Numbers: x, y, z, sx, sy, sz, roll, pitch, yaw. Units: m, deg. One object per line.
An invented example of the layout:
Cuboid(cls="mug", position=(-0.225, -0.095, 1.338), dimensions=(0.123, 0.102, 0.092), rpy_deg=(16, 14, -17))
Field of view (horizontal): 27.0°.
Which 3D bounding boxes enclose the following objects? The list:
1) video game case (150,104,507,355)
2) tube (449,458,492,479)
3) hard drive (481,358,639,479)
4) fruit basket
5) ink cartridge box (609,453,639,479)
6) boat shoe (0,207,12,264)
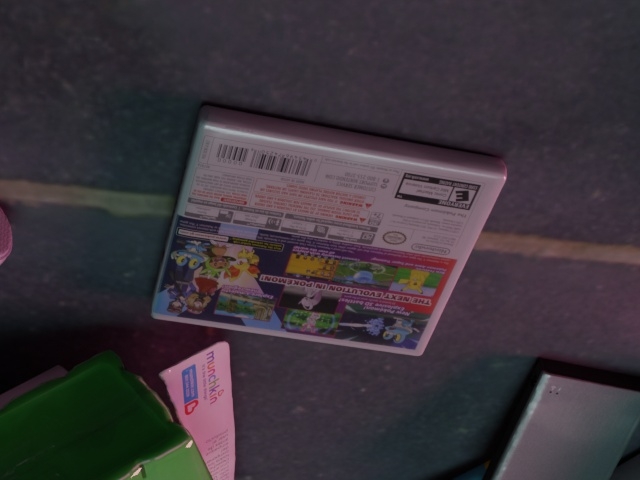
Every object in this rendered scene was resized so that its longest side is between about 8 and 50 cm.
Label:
Cuboid(cls="video game case", position=(0.000, 0.000, 0.894), dimensions=(0.201, 0.023, 0.183), rpy_deg=(9, 133, -12))
Cuboid(cls="tube", position=(0.120, 0.223, 1.102), dimensions=(0.207, 0.052, 0.080), rpy_deg=(-29, 132, 16))
Cuboid(cls="hard drive", position=(0.189, 0.158, 1.036), dimensions=(0.094, 0.022, 0.135), rpy_deg=(12, 120, -14))
Cuboid(cls="fruit basket", position=(-0.200, 0.257, 0.987), dimensions=(0.327, 0.165, 0.353), rpy_deg=(-28, 146, -28))
Cuboid(cls="ink cartridge box", position=(0.346, 0.212, 1.067), dimensions=(0.154, 0.093, 0.212), rpy_deg=(32, 127, -30))
Cuboid(cls="boat shoe", position=(-0.294, -0.031, 0.807), dimensions=(0.076, 0.083, 0.226), rpy_deg=(-31, 129, 24))
